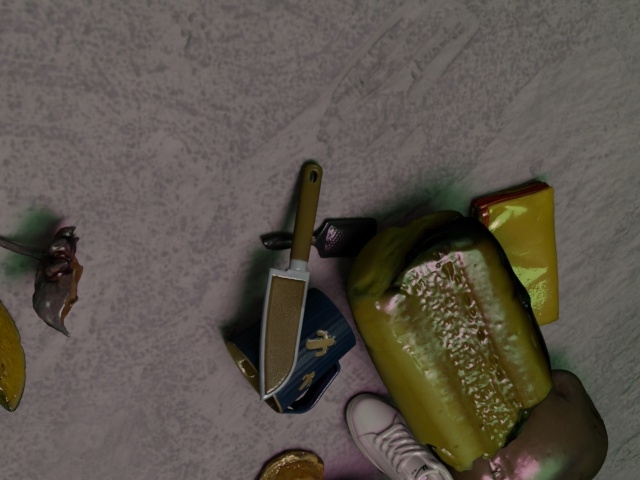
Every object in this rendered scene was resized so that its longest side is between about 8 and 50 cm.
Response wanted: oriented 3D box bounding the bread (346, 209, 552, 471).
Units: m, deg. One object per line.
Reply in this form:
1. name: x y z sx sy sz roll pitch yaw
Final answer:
1. bread: 0.190 0.133 1.746 0.251 0.208 0.377 -32 118 -6

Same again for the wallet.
1. wallet: 0.311 0.031 1.866 0.141 0.067 0.241 -14 115 -17

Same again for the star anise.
1. star anise: -0.410 0.019 1.445 0.227 0.148 0.218 11 145 -5

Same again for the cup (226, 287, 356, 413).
1. cup: -0.032 0.171 1.705 0.155 0.131 0.176 -37 130 -13

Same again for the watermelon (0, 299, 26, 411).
1. watermelon: -0.422 0.123 1.489 0.075 0.092 0.182 -33 117 -28

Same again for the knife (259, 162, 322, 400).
1. knife: -0.047 0.057 1.624 0.061 0.027 0.343 10 83 -17

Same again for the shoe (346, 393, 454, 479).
1. shoe: 0.142 0.346 1.809 0.095 0.110 0.265 -37 83 -14

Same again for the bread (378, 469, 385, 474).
1. bread: 0.127 0.351 1.902 0.085 0.085 0.053 -47 129 -1

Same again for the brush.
1. brush: 0.000 0.000 1.702 0.193 0.016 0.063 -3 114 -28

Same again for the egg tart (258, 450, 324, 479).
1. egg tart: -0.042 0.397 1.853 0.128 0.049 0.129 -13 121 -24

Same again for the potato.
1. potato: 0.331 0.361 1.928 0.326 0.221 0.243 -28 158 -12
